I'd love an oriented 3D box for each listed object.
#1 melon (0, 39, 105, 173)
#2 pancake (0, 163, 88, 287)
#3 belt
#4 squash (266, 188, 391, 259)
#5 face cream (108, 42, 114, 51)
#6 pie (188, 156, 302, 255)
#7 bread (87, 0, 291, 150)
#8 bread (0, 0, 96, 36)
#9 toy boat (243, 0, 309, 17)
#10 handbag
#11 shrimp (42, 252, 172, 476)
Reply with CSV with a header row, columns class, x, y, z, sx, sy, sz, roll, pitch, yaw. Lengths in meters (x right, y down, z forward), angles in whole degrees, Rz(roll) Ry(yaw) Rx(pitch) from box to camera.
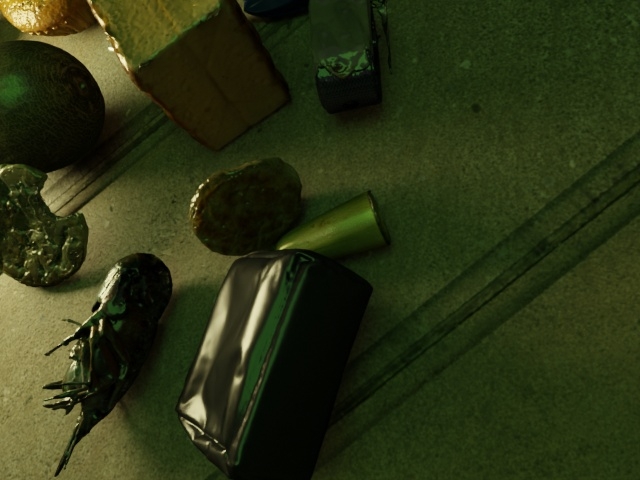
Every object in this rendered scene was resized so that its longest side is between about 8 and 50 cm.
class,x,y,z,sx,sy,sz,roll,pitch,yaw
melon,-0.569,-0.240,0.982,0.329,0.248,0.248,-11,71,18
pancake,-0.546,-0.022,0.959,0.253,0.037,0.253,4,113,10
belt,0.056,-0.332,0.888,0.126,0.139,0.230,-7,69,15
squash,0.000,0.000,0.842,0.224,0.094,0.094,-21,68,18
face cream,-0.401,-0.405,1.108,0.115,0.020,0.038,18,78,17
pie,-0.120,-0.060,0.849,0.193,0.163,0.079,-29,48,-1
bread,-0.226,-0.347,0.901,0.207,0.279,0.279,-36,70,4
bread,-0.588,-0.547,1.141,0.240,0.139,0.240,-5,72,15
toy boat,-0.025,-0.521,0.998,0.295,0.088,0.129,-26,97,16
handbag,-0.068,0.175,0.767,0.178,0.275,0.302,24,75,-24
shrimp,-0.373,0.189,0.866,0.172,0.137,0.372,8,63,56
